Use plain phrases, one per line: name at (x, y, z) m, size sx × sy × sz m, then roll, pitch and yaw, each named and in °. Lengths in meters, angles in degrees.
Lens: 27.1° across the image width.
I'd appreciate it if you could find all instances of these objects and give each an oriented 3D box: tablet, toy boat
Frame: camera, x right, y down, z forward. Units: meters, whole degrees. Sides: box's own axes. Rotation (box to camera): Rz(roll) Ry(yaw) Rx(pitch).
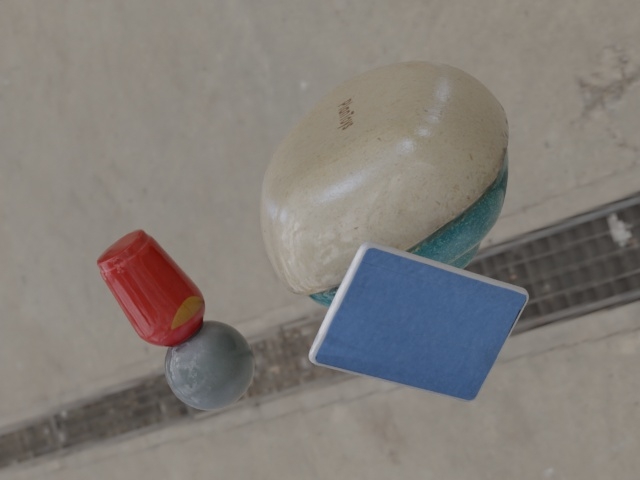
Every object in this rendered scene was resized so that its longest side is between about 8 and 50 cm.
tablet at (0.040, 0.033, 0.524) m, size 0.054 × 0.083 × 0.006 m, roll -65°, pitch 30°, yaw 14°
toy boat at (0.000, 0.000, 0.948) m, size 0.148 × 0.318 × 0.267 m, roll 55°, pitch -164°, yaw -18°
